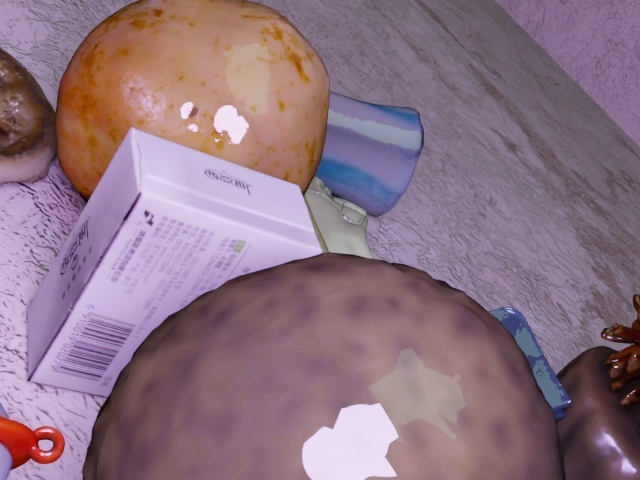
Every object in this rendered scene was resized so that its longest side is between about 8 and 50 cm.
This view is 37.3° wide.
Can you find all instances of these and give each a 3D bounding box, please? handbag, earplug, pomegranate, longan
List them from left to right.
[{"bbox_3d":[-0.146,-0.141,1.151,0.342,0.342,0.342,27,32,-18],"label":"pomegranate"},{"bbox_3d":[-0.024,-0.173,1.467,0.324,0.185,0.185,19,35,-21],"label":"earplug"},{"bbox_3d":[0.004,0.205,0.773,0.391,0.391,0.391,27,32,-18],"label":"longan"},{"bbox_3d":[0.186,0.187,1.205,0.229,0.062,0.179,-12,51,-16],"label":"handbag"}]

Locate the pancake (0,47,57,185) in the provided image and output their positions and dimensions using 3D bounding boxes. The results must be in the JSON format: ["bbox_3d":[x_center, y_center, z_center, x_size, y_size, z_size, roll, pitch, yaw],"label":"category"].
[{"bbox_3d":[-0.463,-0.183,1.099,0.356,0.065,0.356,32,26,-18],"label":"pancake"}]

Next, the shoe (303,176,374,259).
[{"bbox_3d":[-0.007,0.001,1.285,0.128,0.140,0.262,4,48,-30],"label":"shoe"}]

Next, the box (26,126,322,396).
[{"bbox_3d":[-0.152,0.042,0.938,0.194,0.260,0.111,19,31,-31],"label":"box"}]

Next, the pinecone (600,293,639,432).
[{"bbox_3d":[0.474,0.154,1.155,0.264,0.264,0.264,27,32,-18],"label":"pinecone"}]

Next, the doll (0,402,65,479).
[{"bbox_3d":[-0.356,0.152,0.681,0.336,0.105,0.200,5,42,-22],"label":"doll"}]

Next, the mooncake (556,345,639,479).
[{"bbox_3d":[0.413,0.299,1.289,0.290,0.161,0.290,28,31,-19],"label":"mooncake"}]
